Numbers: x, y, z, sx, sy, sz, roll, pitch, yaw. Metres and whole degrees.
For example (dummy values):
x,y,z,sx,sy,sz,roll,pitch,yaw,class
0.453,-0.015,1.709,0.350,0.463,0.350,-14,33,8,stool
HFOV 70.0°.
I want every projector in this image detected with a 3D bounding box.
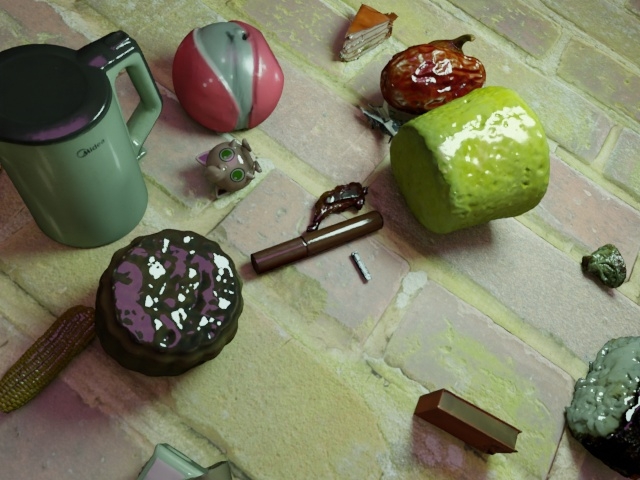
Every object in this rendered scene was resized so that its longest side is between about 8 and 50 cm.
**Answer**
x,y,z,sx,sy,sz,roll,pitch,yaw,class
-0.256,0.476,0.781,0.177,0.163,0.243,33,66,3,projector

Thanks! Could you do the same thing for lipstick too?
x,y,z,sx,sy,sz,roll,pitch,yaw,class
0.000,0.000,1.134,0.356,0.057,0.057,-21,71,-21,lipstick

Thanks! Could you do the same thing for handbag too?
x,y,z,sx,sy,sz,roll,pitch,yaw,class
0.312,0.390,0.975,0.190,0.127,0.063,28,61,0,handbag

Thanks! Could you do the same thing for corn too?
x,y,z,sx,sy,sz,roll,pitch,yaw,class
-0.528,0.223,0.889,0.080,0.080,0.231,36,64,6,corn

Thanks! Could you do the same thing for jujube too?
x,y,z,sx,sy,sz,roll,pitch,yaw,class
0.312,-0.447,1.278,0.289,0.197,0.197,-4,65,-9,jujube

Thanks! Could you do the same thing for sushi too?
x,y,z,sx,sy,sz,roll,pitch,yaw,class
0.722,0.370,1.065,0.182,0.196,0.343,48,67,-9,sushi

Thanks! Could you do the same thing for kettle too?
x,y,z,sx,sy,sz,roll,pitch,yaw,class
-0.470,-0.209,0.942,0.250,0.377,0.361,41,63,8,kettle

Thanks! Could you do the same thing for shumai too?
x,y,z,sx,sy,sz,roll,pitch,yaw,class
0.780,0.073,1.270,0.087,0.099,0.124,-7,63,2,shumai

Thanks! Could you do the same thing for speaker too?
x,y,z,sx,sy,sz,roll,pitch,yaw,class
-0.252,-0.435,1.222,0.293,0.294,0.295,5,63,-11,speaker

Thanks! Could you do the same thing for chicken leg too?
x,y,z,sx,sy,sz,roll,pitch,yaw,class
0.041,-0.096,1.195,0.219,0.048,0.090,-27,70,-24,chicken leg

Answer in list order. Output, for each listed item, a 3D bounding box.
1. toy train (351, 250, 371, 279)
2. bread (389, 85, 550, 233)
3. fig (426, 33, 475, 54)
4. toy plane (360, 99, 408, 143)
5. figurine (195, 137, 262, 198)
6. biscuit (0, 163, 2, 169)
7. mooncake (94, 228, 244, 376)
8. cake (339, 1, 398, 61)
x,y,z,sx,sy,sz,roll,pitch,yaw,class
0.102,0.065,1.148,0.017,0.017,0.083,-22,70,-20,toy train
0.366,-0.189,1.161,0.307,0.348,0.348,-23,71,-16,bread
0.384,-0.556,1.408,0.175,0.207,0.175,24,34,-18,fig
0.194,-0.339,1.332,0.159,0.082,0.234,11,50,-17,toy plane
-0.224,-0.183,1.134,0.137,0.125,0.125,-25,72,-7,figurine
-0.741,-0.045,0.999,0.048,0.026,0.292,6,62,-33,biscuit
-0.294,0.122,0.919,0.290,0.161,0.291,12,62,-23,mooncake
0.130,-0.676,1.479,0.135,0.098,0.287,40,58,6,cake
